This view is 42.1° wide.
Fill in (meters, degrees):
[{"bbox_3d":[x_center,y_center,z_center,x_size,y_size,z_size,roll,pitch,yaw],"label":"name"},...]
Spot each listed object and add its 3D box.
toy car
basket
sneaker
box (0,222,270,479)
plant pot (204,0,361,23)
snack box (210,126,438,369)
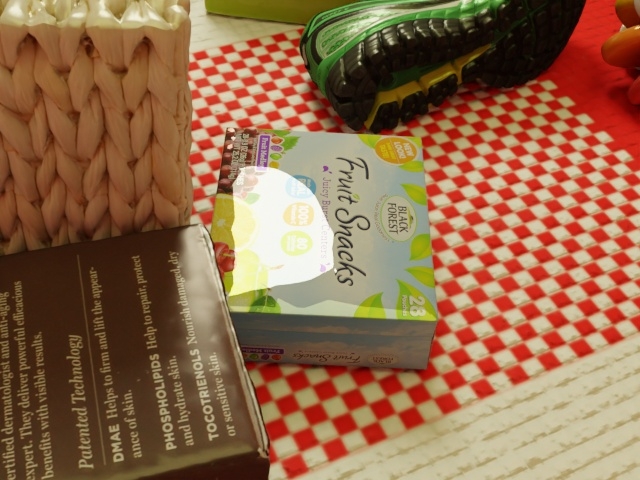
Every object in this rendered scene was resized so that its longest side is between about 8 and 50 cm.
[{"bbox_3d":[0.378,-0.187,0.847,0.182,0.159,0.136,22,84,16],"label":"toy car"},{"bbox_3d":[-0.231,-0.116,0.594,0.267,0.331,0.328,-4,48,-10],"label":"basket"},{"bbox_3d":[0.137,-0.236,0.864,0.344,0.134,0.146,-20,51,-21],"label":"sneaker"},{"bbox_3d":[-0.146,0.117,0.490,0.203,0.168,0.167,-11,50,-13],"label":"box"},{"bbox_3d":[-0.011,-0.396,0.954,0.228,0.207,0.227,5,47,2],"label":"plant pot"},{"bbox_3d":[0.000,0.000,0.677,0.175,0.070,0.207,3,48,-1],"label":"snack box"}]
